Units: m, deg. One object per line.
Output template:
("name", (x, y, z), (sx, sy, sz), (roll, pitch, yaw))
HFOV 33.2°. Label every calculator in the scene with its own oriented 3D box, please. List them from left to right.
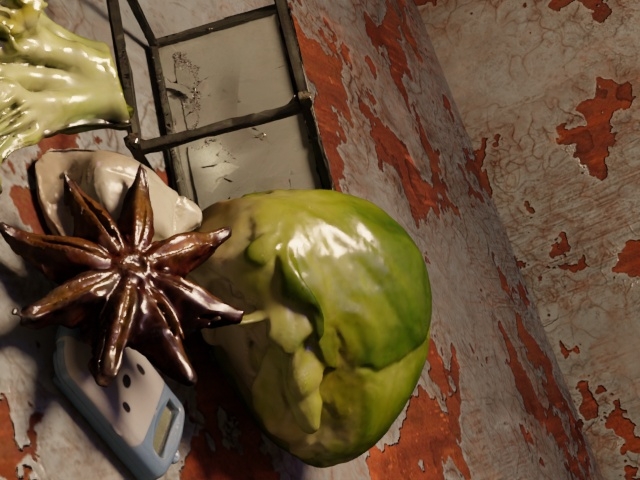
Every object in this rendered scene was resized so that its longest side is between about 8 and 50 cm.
("calculator", (-0.211, 0.164, 1.146), (0.210, 0.039, 0.121), (57, 24, -23))

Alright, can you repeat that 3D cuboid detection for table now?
("table", (-0.132, -0.223, 1.383), (0.272, 0.222, 0.335), (73, 2, -65))

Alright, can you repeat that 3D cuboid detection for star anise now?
("star anise", (-0.205, 0.047, 1.112), (0.272, 0.102, 0.272), (16, 51, -20))

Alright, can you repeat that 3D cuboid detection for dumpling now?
("dumpling", (-0.231, -0.030, 1.211), (0.199, 0.118, 0.136), (17, 54, -17))

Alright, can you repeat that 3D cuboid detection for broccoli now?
("broccoli", (-0.288, -0.158, 0.987), (0.248, 0.246, 0.288), (146, -64, -68))

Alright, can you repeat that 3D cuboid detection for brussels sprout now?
("brussels sprout", (-0.019, 0.089, 1.348), (0.371, 0.276, 0.314), (53, 55, -29))
